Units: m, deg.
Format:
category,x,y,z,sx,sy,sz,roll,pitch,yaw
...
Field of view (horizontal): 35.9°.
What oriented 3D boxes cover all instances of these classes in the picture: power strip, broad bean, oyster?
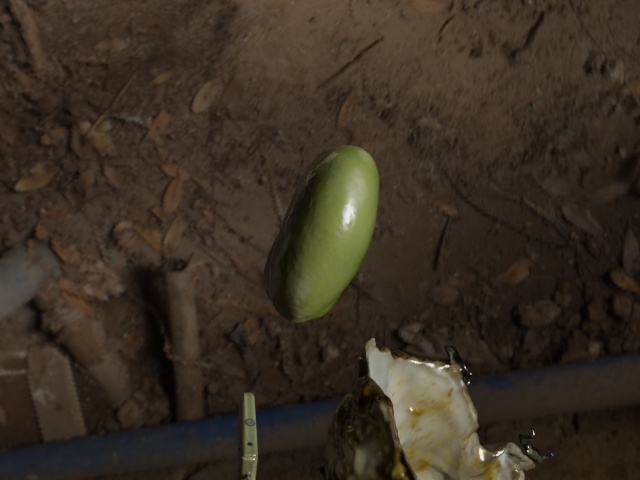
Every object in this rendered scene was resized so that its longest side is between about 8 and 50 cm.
category,x,y,z,sx,sy,sz,roll,pitch,yaw
power strip,-0.119,0.324,1.585,0.028,0.169,0.076,3,122,-8
broad bean,0.001,0.000,1.344,0.119,0.238,0.291,23,137,-2
oyster,0.101,0.193,0.783,0.133,0.337,0.197,-15,65,23
